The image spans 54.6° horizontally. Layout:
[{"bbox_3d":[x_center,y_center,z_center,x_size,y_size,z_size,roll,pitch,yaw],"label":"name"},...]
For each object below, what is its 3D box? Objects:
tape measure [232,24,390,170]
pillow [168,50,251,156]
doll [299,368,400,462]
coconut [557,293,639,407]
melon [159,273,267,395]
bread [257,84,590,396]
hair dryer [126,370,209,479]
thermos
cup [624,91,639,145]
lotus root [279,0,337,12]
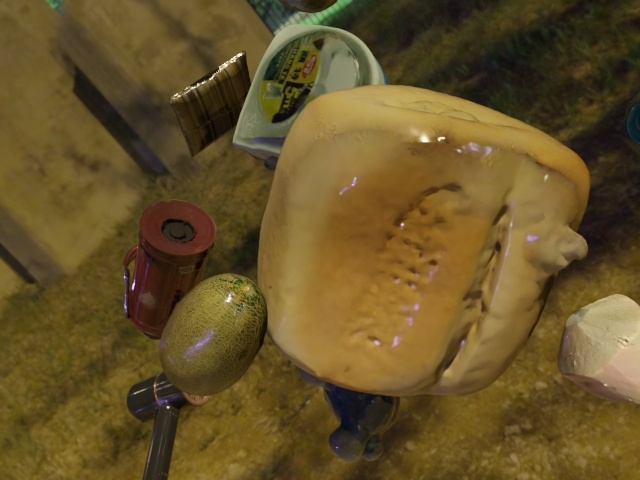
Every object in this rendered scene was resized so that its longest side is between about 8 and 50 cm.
[{"bbox_3d":[-0.009,-0.250,1.128,0.262,0.138,0.259,17,87,32],"label":"tape measure"},{"bbox_3d":[-0.241,-0.315,1.451,0.212,0.052,0.208,-40,-24,-16],"label":"pillow"},{"bbox_3d":[0.062,0.273,1.122,0.154,0.228,0.258,-26,-10,-3],"label":"doll"},{"bbox_3d":[0.422,0.154,0.894,0.147,0.153,0.147,-52,12,16],"label":"coconut"},{"bbox_3d":[-0.106,0.094,0.618,0.162,0.099,0.099,-56,-1,43],"label":"melon"},{"bbox_3d":[0.100,0.007,0.771,0.253,0.348,0.376,-83,4,-64],"label":"bread"},{"bbox_3d":[-0.365,0.449,1.365,0.189,0.107,0.352,-24,41,26],"label":"hair dryer"},{"bbox_3d":[-0.205,0.063,0.828,0.099,0.124,0.232,-11,-38,-33],"label":"thermos"},{"bbox_3d":[0.702,-0.276,1.293,0.131,0.176,0.155,0,16,31],"label":"cup"},{"bbox_3d":[-0.021,-0.470,1.156,0.113,0.088,0.192,-10,26,-23],"label":"lotus root"}]
